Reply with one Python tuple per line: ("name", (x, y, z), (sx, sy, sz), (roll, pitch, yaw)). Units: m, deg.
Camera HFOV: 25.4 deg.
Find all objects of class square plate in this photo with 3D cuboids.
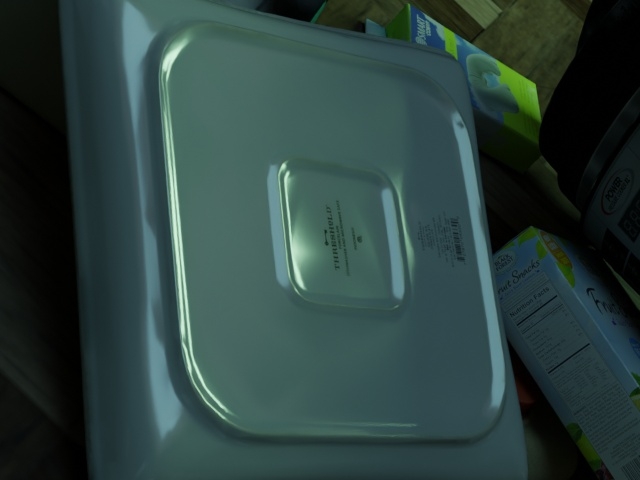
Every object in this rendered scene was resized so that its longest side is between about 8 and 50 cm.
("square plate", (0.000, 0.000, 0.914), (0.344, 0.049, 0.347), (7, 68, -37))

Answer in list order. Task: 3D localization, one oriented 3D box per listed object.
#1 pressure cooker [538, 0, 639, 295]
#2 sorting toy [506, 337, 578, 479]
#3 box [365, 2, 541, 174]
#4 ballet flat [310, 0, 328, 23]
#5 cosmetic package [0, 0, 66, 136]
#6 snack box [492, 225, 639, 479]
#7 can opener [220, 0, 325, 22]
("pressure cooker", (0.385, -0.093, 1.147), (0.420, 0.370, 0.375), (50, 12, 20))
("sorting toy", (0.044, 0.064, 1.009), (0.307, 0.041, 0.229), (9, 47, -39))
("box", (0.124, -0.144, 1.307), (0.178, 0.042, 0.109), (28, 37, -22))
("ballet flat", (-0.024, -0.236, 1.243), (0.077, 0.091, 0.241), (12, 31, 8))
("cosmetic package", (-0.239, -0.231, 0.977), (0.309, 0.113, 0.160), (39, 35, -7))
("snack box", (0.219, 0.097, 1.086), (0.207, 0.070, 0.174), (57, 19, 20))
("can opener", (-0.064, -0.149, 1.028), (0.076, 0.095, 0.283), (39, 48, -6))
